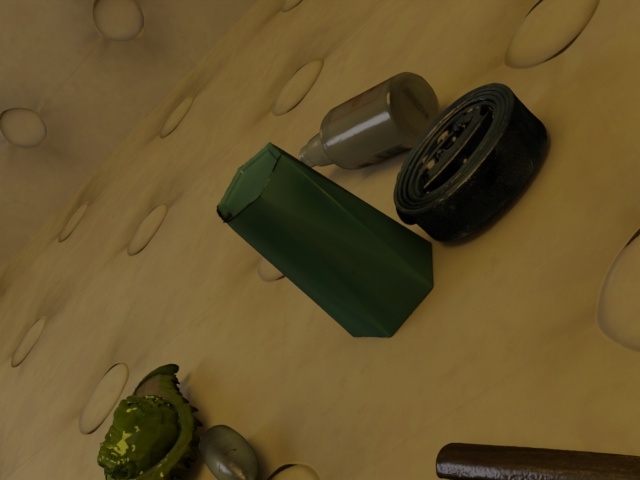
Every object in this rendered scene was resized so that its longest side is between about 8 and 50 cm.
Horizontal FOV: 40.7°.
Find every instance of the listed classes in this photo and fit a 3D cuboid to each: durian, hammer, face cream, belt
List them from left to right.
[{"bbox_3d":[-0.232,0.283,1.174,0.375,0.132,0.107,-89,19,-57],"label":"durian"},{"bbox_3d":[0.055,-0.156,1.254,0.251,0.101,0.101,-18,42,50],"label":"face cream"},{"bbox_3d":[0.168,-0.085,0.993,0.190,0.082,0.141,-51,28,3],"label":"belt"},{"bbox_3d":[0.215,0.178,0.641,0.365,0.043,0.111,-15,46,55],"label":"hammer"}]

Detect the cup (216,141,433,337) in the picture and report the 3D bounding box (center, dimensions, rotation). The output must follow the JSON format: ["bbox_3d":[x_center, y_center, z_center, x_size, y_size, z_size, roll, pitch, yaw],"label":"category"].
[{"bbox_3d":[0.000,0.000,0.995,0.148,0.235,0.134,-54,24,3],"label":"cup"}]

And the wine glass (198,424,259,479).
[{"bbox_3d":[-0.090,0.272,1.005,0.066,0.066,0.198,-56,23,-6],"label":"wine glass"}]
